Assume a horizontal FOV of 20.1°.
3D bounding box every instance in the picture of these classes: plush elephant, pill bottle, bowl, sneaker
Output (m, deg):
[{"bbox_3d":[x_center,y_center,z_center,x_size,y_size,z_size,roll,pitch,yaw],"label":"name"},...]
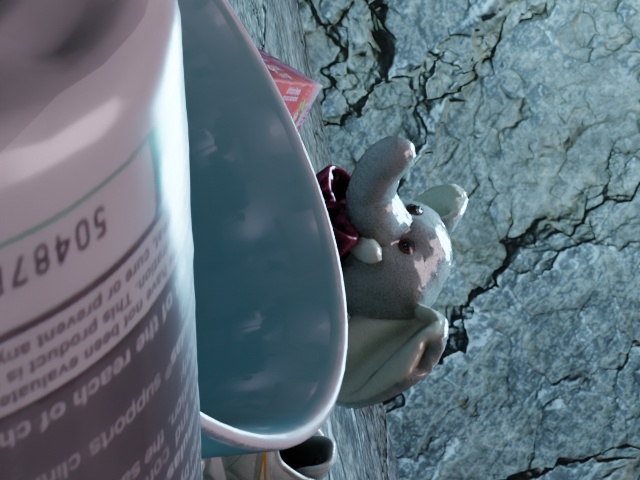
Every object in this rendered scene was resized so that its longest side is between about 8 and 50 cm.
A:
[{"bbox_3d":[0.000,0.000,1.571,0.272,0.255,0.330,-91,168,-48],"label":"plush elephant"},{"bbox_3d":[-0.137,0.075,0.567,0.204,0.204,0.361,-89,179,-52],"label":"pill bottle"},{"bbox_3d":[-0.137,-0.024,0.806,0.311,0.163,0.312,48,26,-34],"label":"bowl"},{"bbox_3d":[-0.038,0.216,1.539,0.099,0.121,0.262,-90,168,-45],"label":"sneaker"}]

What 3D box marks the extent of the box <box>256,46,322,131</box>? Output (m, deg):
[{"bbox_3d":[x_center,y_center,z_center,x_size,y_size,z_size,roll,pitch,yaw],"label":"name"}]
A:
[{"bbox_3d":[-0.110,-0.067,1.088,0.154,0.142,0.300,-60,175,8],"label":"box"}]
